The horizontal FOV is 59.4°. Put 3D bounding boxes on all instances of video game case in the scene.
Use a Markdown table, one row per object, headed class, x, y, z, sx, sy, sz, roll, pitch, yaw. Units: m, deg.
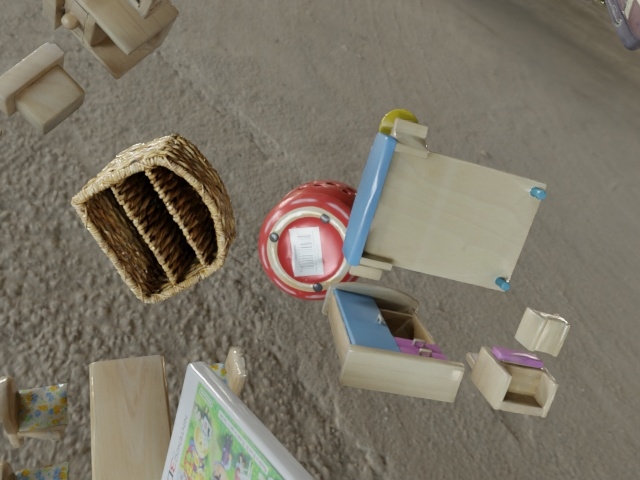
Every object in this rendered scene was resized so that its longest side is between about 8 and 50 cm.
| class | x | y | z | sx | sy | sz | roll | pitch | yaw |
| --- | --- | --- | --- | --- | --- | --- | --- | --- | --- |
| video game case | -0.089 | 0.244 | 0.506 | 0.023 | 0.193 | 0.212 | 6 | 14 | -39 |

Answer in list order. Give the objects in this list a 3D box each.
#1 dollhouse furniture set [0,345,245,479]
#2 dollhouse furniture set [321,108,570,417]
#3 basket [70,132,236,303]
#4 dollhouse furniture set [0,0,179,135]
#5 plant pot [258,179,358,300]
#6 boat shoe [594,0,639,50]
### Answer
| class | x | y | z | sx | sy | sz | roll | pitch | yaw |
| --- | --- | --- | --- | --- | --- | --- | --- | --- | --- |
| dollhouse furniture set | -0.260 | 0.330 | 0.798 | 0.362 | 0.256 | 0.394 | -3 | 52 | -21 |
| dollhouse furniture set | 0.158 | 0.014 | 0.690 | 0.286 | 0.303 | 0.198 | 12 | 16 | -10 |
| basket | -0.322 | -0.044 | 1.193 | 0.223 | 0.213 | 0.299 | -71 | 144 | -53 |
| dollhouse furniture set | -0.217 | -0.087 | 0.203 | 0.174 | 0.303 | 0.355 | 48 | 70 | -16 |
| plant pot | 0.000 | 0.000 | 0.924 | 0.191 | 0.191 | 0.174 | 32 | 12 | 0 |
| boat shoe | 0.464 | -0.403 | 0.867 | 0.103 | 0.092 | 0.285 | 17 | 50 | -23 |
